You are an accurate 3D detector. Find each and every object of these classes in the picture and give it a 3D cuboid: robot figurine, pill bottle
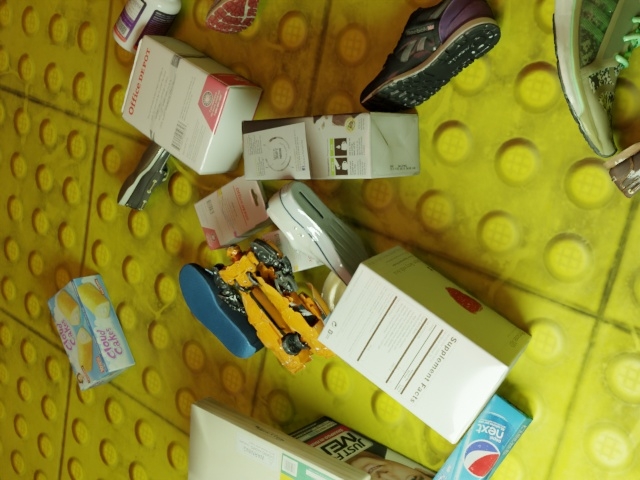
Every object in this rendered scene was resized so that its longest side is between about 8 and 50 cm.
[{"bbox_3d":[-0.086,0.121,1.542,0.211,0.085,0.291,-30,99,41],"label":"robot figurine"},{"bbox_3d":[-0.380,-0.520,1.755,0.193,0.108,0.108,-48,68,32],"label":"pill bottle"}]

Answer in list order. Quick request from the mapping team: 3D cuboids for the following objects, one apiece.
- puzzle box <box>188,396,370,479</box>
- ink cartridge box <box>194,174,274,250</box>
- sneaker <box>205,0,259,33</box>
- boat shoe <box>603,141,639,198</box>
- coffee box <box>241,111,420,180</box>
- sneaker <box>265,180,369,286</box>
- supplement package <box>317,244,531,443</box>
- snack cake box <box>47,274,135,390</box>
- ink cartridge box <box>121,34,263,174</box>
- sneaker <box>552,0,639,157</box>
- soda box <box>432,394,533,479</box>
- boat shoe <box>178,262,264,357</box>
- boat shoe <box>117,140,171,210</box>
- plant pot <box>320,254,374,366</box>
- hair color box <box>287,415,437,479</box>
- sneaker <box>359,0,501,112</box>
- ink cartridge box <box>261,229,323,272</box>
[{"bbox_3d":[-0.095,0.493,1.482,0.409,0.052,0.272,17,108,35],"label":"puzzle box"},{"bbox_3d":[-0.174,-0.066,1.688,0.198,0.067,0.115,-25,81,39],"label":"ink cartridge box"},{"bbox_3d":[-0.162,-0.517,1.615,0.225,0.088,0.092,-37,53,35],"label":"sneaker"},{"bbox_3d":[0.521,-0.137,1.141,0.207,0.073,0.073,-39,74,42],"label":"boat shoe"},{"bbox_3d":[0.016,-0.174,1.462,0.297,0.168,0.118,2,97,37],"label":"coffee box"},{"bbox_3d":[0.000,0.000,1.468,0.091,0.094,0.258,-27,108,41],"label":"sneaker"},{"bbox_3d":[0.181,0.169,1.348,0.293,0.177,0.175,36,114,17],"label":"supplement package"},{"bbox_3d":[-0.606,0.242,2.053,0.152,0.089,0.264,-34,76,35],"label":"snack cake box"},{"bbox_3d":[-0.287,-0.301,1.708,0.283,0.117,0.207,35,117,28],"label":"ink cartridge box"},{"bbox_3d":[0.437,-0.328,1.143,0.182,0.158,0.410,-4,99,22],"label":"sneaker"},{"bbox_3d":[0.276,0.372,1.353,0.067,0.071,0.210,36,93,29],"label":"soda box"},{"bbox_3d":[-0.220,0.157,1.745,0.258,0.089,0.109,53,125,15],"label":"boat shoe"},{"bbox_3d":[-0.402,-0.160,1.853,0.228,0.069,0.081,-46,34,30],"label":"boat shoe"},{"bbox_3d":[0.101,0.144,1.528,0.236,0.032,0.236,6,99,37],"label":"plant pot"},{"bbox_3d":[0.092,0.481,1.486,0.375,0.185,0.113,20,109,34],"label":"hair color box"},{"bbox_3d":[0.180,-0.335,1.372,0.283,0.107,0.124,-31,63,33],"label":"sneaker"},{"bbox_3d":[-0.030,0.012,1.572,0.143,0.090,0.092,-15,88,38],"label":"ink cartridge box"}]
